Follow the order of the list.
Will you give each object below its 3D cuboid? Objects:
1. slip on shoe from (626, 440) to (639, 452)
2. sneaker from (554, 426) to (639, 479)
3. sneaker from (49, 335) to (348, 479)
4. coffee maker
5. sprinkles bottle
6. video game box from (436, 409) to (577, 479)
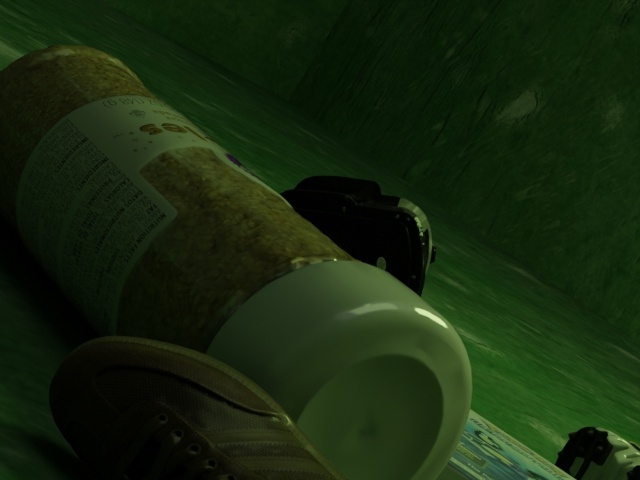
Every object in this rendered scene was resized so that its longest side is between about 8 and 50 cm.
[{"bbox_3d":[0.249,0.184,1.266,0.051,0.041,0.135,31,7,-5],"label":"slip on shoe"},{"bbox_3d":[0.226,0.189,0.989,0.106,0.078,0.234,28,5,-10],"label":"sneaker"},{"bbox_3d":[-0.030,0.097,0.573,0.188,0.066,0.071,33,8,12],"label":"sneaker"},{"bbox_3d":[0.000,0.000,1.161,0.171,0.120,0.178,31,6,1],"label":"coffee maker"},{"bbox_3d":[-0.070,0.010,0.787,0.121,0.121,0.355,26,9,-40],"label":"sprinkles bottle"},{"bbox_3d":[0.069,0.126,0.884,0.205,0.048,0.187,33,5,11],"label":"video game box"}]
